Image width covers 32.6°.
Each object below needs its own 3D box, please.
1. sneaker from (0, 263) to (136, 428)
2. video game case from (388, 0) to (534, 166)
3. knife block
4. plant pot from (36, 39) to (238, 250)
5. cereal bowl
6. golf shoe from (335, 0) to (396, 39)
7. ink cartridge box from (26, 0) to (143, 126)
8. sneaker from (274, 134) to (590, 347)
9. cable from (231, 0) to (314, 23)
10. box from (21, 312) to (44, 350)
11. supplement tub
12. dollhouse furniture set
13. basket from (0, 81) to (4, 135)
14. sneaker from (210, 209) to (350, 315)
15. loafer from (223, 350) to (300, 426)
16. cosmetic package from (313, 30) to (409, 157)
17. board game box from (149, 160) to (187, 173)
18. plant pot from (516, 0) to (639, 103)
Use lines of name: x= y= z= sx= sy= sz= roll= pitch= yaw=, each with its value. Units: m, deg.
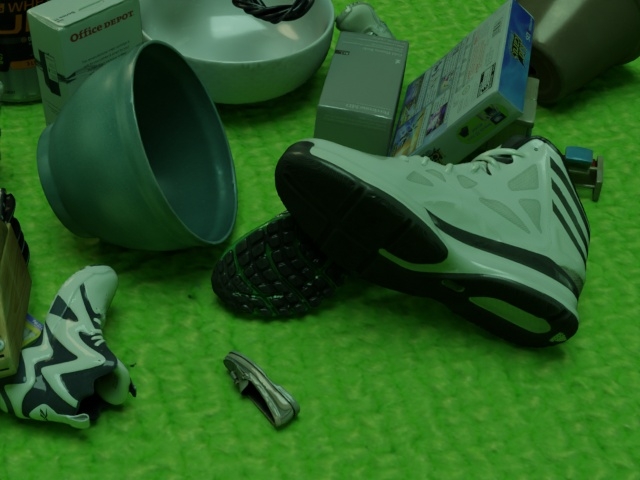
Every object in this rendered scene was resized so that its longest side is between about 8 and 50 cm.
sneaker: x=-0.279 y=0.139 z=1.371 sx=0.153 sy=0.094 sz=0.235 roll=19 pitch=45 yaw=14
video game case: x=0.218 y=-0.221 z=1.704 sx=0.061 sy=0.244 sz=0.269 roll=39 pitch=40 yaw=-18
knife block: x=-0.422 y=0.060 z=1.402 sx=0.088 sy=0.242 sz=0.275 roll=-14 pitch=75 yaw=-1
plant pot: x=-0.269 y=-0.110 z=1.537 sx=0.196 sy=0.293 sz=0.293 roll=-16 pitch=39 yaw=17
cereal bowl: x=-0.147 y=-0.337 z=1.866 sx=0.339 sy=0.141 sz=0.339 roll=2 pitch=42 yaw=-2
golf shoe: x=0.093 y=-0.356 z=1.907 sx=0.086 sy=0.069 sz=0.176 roll=53 pitch=19 yaw=27
ink cartridge box: x=-0.350 y=-0.273 z=1.674 sx=0.087 sy=0.208 sz=0.153 roll=32 pitch=48 yaw=31
sneaker: x=0.166 y=-0.059 z=1.477 sx=0.448 sy=0.169 sz=0.257 roll=29 pitch=55 yaw=-9
cable: x=-0.079 y=-0.422 z=1.827 sx=0.151 sy=0.047 sz=0.184 roll=-1 pitch=43 yaw=-6
box: x=-0.444 y=0.147 z=1.388 sx=0.105 sy=0.043 sz=0.179 roll=30 pitch=50 yaw=28
supplement tub: x=-0.505 y=-0.413 z=1.778 sx=0.207 sy=0.338 sz=0.207 roll=2 pitch=43 yaw=-1
dollhouse furniture set: x=0.358 y=-0.165 z=1.720 sx=0.184 sy=0.129 sz=0.129 roll=9 pitch=42 yaw=8
basket: x=-0.619 y=-0.205 z=1.606 sx=0.289 sy=0.254 sz=0.201 roll=30 pitch=50 yaw=11
sneaker: x=0.000 y=0.000 z=1.545 sx=0.344 sy=0.134 sz=0.146 roll=-26 pitch=13 yaw=-20
loafer: x=-0.082 y=0.185 z=1.372 sx=0.125 sy=0.045 sz=0.039 roll=35 pitch=58 yaw=27
cosmetic package: x=0.068 y=-0.237 z=1.801 sx=0.127 sy=0.107 sz=0.238 roll=9 pitch=39 yaw=2
board game box: x=-0.302 y=-0.148 z=1.723 sx=0.212 sy=0.039 sz=0.160 roll=-5 pitch=42 yaw=-7
plant pot: x=0.418 y=-0.365 z=1.885 sx=0.263 sy=0.263 sz=0.229 roll=32 pitch=66 yaw=27
